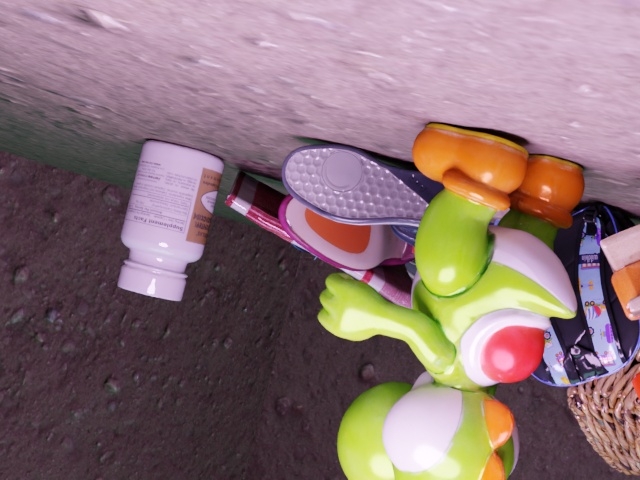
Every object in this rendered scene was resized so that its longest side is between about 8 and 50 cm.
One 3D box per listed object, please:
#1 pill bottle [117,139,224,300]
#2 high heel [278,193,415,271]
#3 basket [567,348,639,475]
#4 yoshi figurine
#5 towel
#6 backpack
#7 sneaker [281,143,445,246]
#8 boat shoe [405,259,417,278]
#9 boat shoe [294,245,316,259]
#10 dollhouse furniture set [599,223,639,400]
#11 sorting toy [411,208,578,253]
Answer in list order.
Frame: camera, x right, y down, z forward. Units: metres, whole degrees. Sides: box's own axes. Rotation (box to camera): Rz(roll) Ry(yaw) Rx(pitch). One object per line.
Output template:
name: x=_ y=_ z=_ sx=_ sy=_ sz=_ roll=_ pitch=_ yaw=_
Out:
pill bottle: x=-0.236 y=-0.029 z=1.728 sx=0.131 sy=0.229 sz=0.131 roll=14 pitch=178 yaw=0
high heel: x=0.033 y=-0.015 z=1.663 sx=0.181 sy=0.127 sz=0.377 roll=4 pitch=173 yaw=43
basket: x=0.504 y=0.219 z=1.528 sx=0.223 sy=0.214 sz=0.299 roll=-3 pitch=150 yaw=41
yoshi figurine: x=0.099 y=0.092 z=0.979 sx=0.203 sy=0.362 sz=0.203 roll=13 pitch=178 yaw=6
towel: x=0.000 y=0.000 z=1.776 sx=0.329 sy=0.037 sz=0.237 roll=30 pitch=-170 yaw=-6
backpack: x=0.278 y=0.066 z=1.193 sx=0.158 sy=0.173 sz=0.117 roll=-25 pitch=158 yaw=30
sneaker: x=0.068 y=-0.046 z=1.273 sx=0.226 sy=0.086 sz=0.163 roll=13 pitch=175 yaw=1
boat shoe: x=0.272 y=0.036 z=2.301 sx=0.319 sy=0.116 sz=0.099 roll=22 pitch=142 yaw=52
boat shoe: x=-0.016 y=-0.018 z=2.243 sx=0.089 sy=0.109 sz=0.258 roll=8 pitch=177 yaw=35
dollhouse furniture set: x=0.373 y=0.091 z=0.854 sx=0.259 sy=0.262 sz=0.135 roll=-24 pitch=155 yaw=13
sorting toy: x=0.271 y=0.014 z=1.433 sx=0.255 sy=0.090 sz=0.257 roll=12 pitch=176 yaw=45
